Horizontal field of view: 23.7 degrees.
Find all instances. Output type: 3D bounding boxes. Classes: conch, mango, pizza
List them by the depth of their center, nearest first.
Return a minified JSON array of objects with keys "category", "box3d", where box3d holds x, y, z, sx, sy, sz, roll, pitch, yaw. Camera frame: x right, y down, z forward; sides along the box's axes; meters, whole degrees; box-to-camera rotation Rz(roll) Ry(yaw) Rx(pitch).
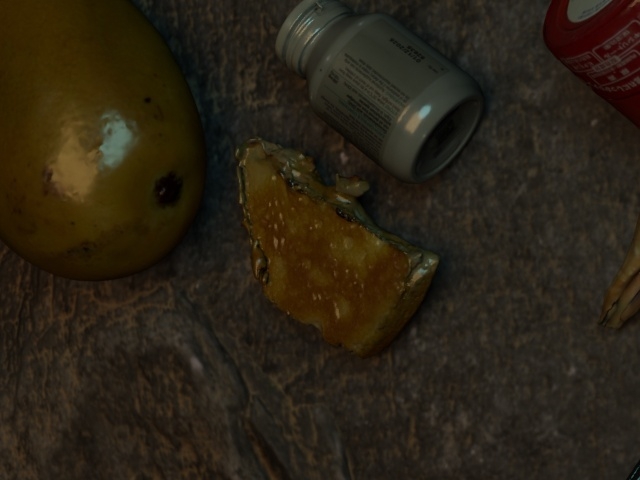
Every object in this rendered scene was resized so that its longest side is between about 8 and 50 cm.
[{"category":"conch","box3d":[0.358,-0.044,1.511,0.109,0.093,0.330,24,125,7]},{"category":"pizza","box3d":[0.000,0.000,1.711,0.297,0.071,0.189,38,121,25]},{"category":"mango","box3d":[-0.304,-0.155,1.782,0.300,0.232,0.446,-50,62,26]}]

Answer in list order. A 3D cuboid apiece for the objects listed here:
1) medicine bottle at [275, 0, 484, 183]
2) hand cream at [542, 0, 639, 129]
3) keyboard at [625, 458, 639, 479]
[{"category":"medicine bottle","box3d":[0.057,-0.170,1.632,0.215,0.135,0.135,40,110,21]},{"category":"hand cream","box3d":[0.326,-0.221,1.413,0.149,0.230,0.230,34,113,-17]},{"category":"keyboard","box3d":[0.325,0.269,1.524,0.067,0.011,0.202,31,76,25]}]
